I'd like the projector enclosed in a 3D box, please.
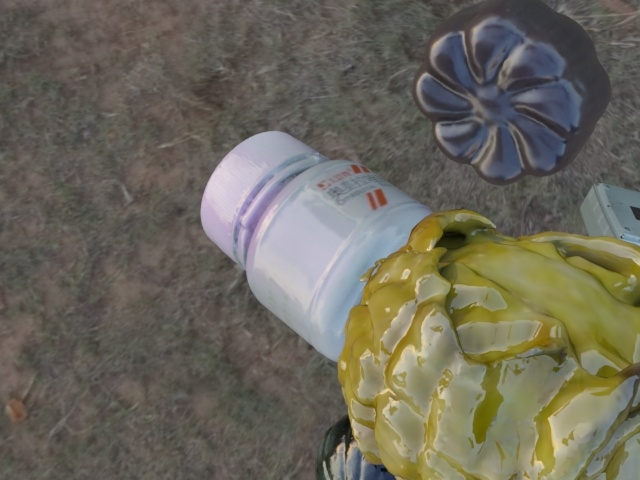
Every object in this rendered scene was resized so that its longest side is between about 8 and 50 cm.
[{"bbox_3d":[0.455,-0.017,1.256,0.115,0.147,0.061,14,125,-9],"label":"projector"}]

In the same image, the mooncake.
[{"bbox_3d":[0.299,-0.235,1.383,0.306,0.154,0.306,17,127,24],"label":"mooncake"}]

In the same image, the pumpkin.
[{"bbox_3d":[0.106,0.380,1.363,0.250,0.216,0.249,22,138,22],"label":"pumpkin"}]

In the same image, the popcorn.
[{"bbox_3d":[0.133,0.093,0.569,0.250,0.250,0.190,29,140,5],"label":"popcorn"}]

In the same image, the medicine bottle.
[{"bbox_3d":[0.000,0.000,1.206,0.302,0.241,0.241,37,110,32],"label":"medicine bottle"}]
